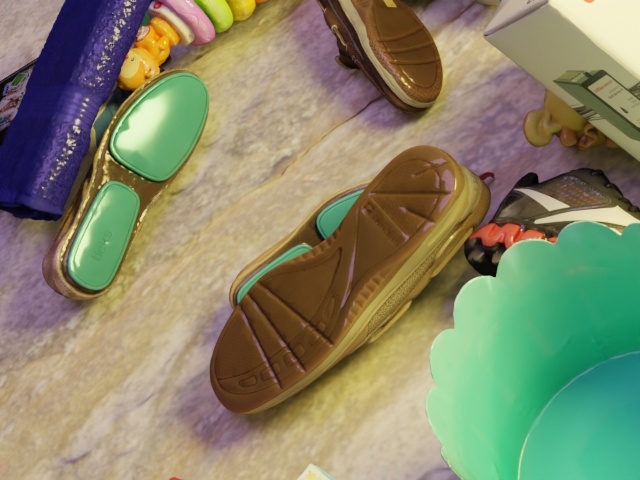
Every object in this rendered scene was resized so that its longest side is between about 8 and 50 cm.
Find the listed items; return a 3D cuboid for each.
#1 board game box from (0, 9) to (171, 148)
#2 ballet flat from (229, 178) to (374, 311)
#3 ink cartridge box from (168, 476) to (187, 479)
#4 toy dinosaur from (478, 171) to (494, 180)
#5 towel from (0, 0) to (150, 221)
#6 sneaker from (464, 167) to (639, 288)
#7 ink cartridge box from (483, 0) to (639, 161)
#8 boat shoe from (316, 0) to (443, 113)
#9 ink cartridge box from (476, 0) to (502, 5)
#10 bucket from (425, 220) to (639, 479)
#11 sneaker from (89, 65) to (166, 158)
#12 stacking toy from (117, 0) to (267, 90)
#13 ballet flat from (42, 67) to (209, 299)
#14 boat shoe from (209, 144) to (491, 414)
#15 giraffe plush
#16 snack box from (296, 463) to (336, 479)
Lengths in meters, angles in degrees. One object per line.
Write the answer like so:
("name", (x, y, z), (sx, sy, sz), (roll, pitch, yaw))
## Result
("board game box", (-0.325, -0.217, 2.057), (0.260, 0.030, 0.136), (-30, 42, 8))
("ballet flat", (0.000, 0.000, 1.643), (0.232, 0.080, 0.073), (-32, 14, 3))
("ink cartridge box", (-0.136, 0.326, 1.473), (0.181, 0.056, 0.224), (6, 60, 35))
("toy dinosaur", (0.139, -0.030, 1.601), (0.090, 0.047, 0.082), (-13, 67, 10))
("towel", (-0.292, -0.168, 1.849), (0.228, 0.076, 0.308), (9, 75, 63))
("sneaker", (0.270, -0.002, 1.450), (0.276, 0.097, 0.135), (13, 64, 40))
("ink cartridge box", (0.324, -0.196, 1.426), (0.211, 0.289, 0.121), (-60, 16, -21))
("boat shoe", (0.061, -0.229, 1.794), (0.095, 0.095, 0.257), (-57, 41, 40))
("ink cartridge box", (0.209, -0.346, 1.746), (0.143, 0.092, 0.090), (-49, 17, -2))
("bucket", (0.239, 0.144, 1.290), (0.281, 0.183, 0.281), (-18, 47, 20))
("sneaker", (-0.229, -0.156, 1.923), (0.085, 0.058, 0.152), (-15, 41, 33))
("stacking toy", (-0.152, -0.301, 1.914), (0.175, 0.166, 0.302), (27, 71, 43))
("ballet flat", (-0.238, -0.069, 1.833), (0.106, 0.107, 0.316), (-17, 39, 58))
("boat shoe", (0.034, 0.056, 1.549), (0.341, 0.110, 0.121), (-43, 57, 15))
("giraffe plush", (0.271, -0.169, 1.558), (0.181, 0.210, 0.170), (-6, 81, 24))
("snack box", (-0.035, 0.371, 1.326), (0.187, 0.060, 0.322), (35, 77, 24))
